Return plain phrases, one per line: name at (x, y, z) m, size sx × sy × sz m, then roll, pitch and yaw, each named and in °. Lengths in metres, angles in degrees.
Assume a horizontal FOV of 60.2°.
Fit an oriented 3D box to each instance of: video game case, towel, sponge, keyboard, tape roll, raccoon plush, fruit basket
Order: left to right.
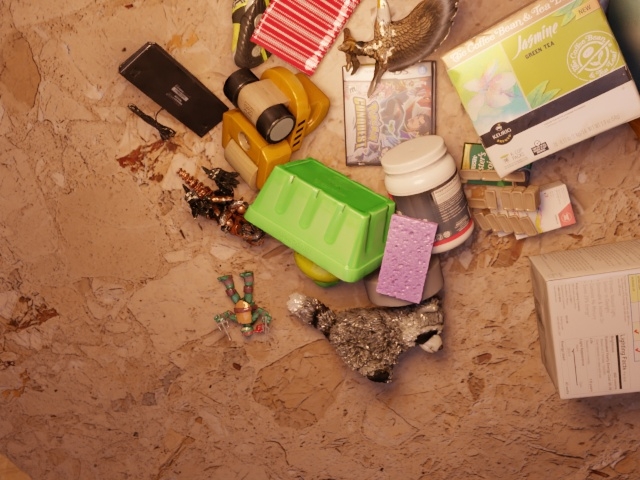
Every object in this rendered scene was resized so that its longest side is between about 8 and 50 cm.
keyboard at (-0.409, -0.376, 1.486) m, size 0.202 × 0.033 × 0.317 m, roll -37°, pitch 143°, yaw 11°
towel at (-0.026, -0.576, 1.400) m, size 0.199 × 0.031 × 0.274 m, roll 24°, pitch 114°, yaw -29°
fruit basket at (0.000, 0.000, 1.508) m, size 0.392 × 0.283 × 0.391 m, roll 12°, pitch 112°, yaw 31°
raccoon plush at (0.147, 0.208, 1.617) m, size 0.447 × 0.216 × 0.299 m, roll 33°, pitch 102°, yaw -2°
video game case at (0.188, -0.342, 1.509) m, size 0.249 × 0.035 × 0.274 m, roll 0°, pitch 108°, yaw 9°
tape roll at (0.232, 0.106, 1.551) m, size 0.219 × 0.219 × 0.072 m, roll -13°, pitch 106°, yaw 13°
sponge at (0.219, 0.046, 1.408) m, size 0.117 × 0.031 × 0.209 m, roll 13°, pitch 103°, yaw 12°

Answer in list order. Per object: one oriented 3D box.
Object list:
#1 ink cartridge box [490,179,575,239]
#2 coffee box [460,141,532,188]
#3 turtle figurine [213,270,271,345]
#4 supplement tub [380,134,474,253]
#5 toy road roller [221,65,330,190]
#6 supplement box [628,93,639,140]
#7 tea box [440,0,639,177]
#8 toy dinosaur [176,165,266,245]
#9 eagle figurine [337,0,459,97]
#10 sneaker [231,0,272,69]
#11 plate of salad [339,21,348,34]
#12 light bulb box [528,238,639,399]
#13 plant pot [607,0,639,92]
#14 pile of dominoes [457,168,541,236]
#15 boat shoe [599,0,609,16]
ink cartridge box at (0.577, -0.077, 1.516) m, size 0.198 × 0.067 × 0.115 m, roll -18°, pitch 104°, yaw 15°
coffee box at (0.477, -0.204, 1.505) m, size 0.184 × 0.040 × 0.113 m, roll 7°, pitch 110°, yaw 7°
turtle figurine at (-0.243, 0.218, 1.719) m, size 0.176 × 0.118 × 0.234 m, roll -11°, pitch 91°, yaw -3°
supplement tub at (0.282, -0.119, 1.463) m, size 0.191 × 0.191 × 0.272 m, roll -18°, pitch 115°, yaw 14°
toy road roller at (-0.115, -0.310, 1.490) m, size 0.202 × 0.241 × 0.329 m, roll 49°, pitch 147°, yaw 21°
supplement box at (0.862, -0.329, 1.323) m, size 0.194 × 0.191 × 0.129 m, roll -35°, pitch 100°, yaw 18°
tea box at (0.504, -0.376, 1.286) m, size 0.329 × 0.220 × 0.323 m, roll -26°, pitch 101°, yaw 26°
toy dinosaur at (-0.300, -0.099, 1.595) m, size 0.322 × 0.218 × 0.164 m, roll 18°, pitch 74°, yaw 11°
eagle figurine at (0.194, -0.503, 1.339) m, size 0.299 × 0.225 × 0.226 m, roll -10°, pitch 73°, yaw 14°
sneaker at (-0.170, -0.643, 1.436) m, size 0.147 × 0.145 × 0.384 m, roll 29°, pitch 115°, yaw 30°
plate of salad at (-0.017, -0.606, 1.431) m, size 0.200 × 0.048 × 0.199 m, roll -9°, pitch 127°, yaw -12°
light bulb box at (0.789, 0.204, 1.491) m, size 0.362 × 0.225 × 0.357 m, roll -9°, pitch 105°, yaw 11°
plant pot at (0.794, -0.503, 1.214) m, size 0.247 × 0.248 × 0.252 m, roll -38°, pitch 105°, yaw 6°
pile of dominoes at (0.460, -0.112, 1.491) m, size 0.251 × 0.040 × 0.195 m, roll 9°, pitch 130°, yaw 40°
boat shoe at (0.645, -0.548, 1.339) m, size 0.268 × 0.096 × 0.088 m, roll -33°, pitch 104°, yaw 18°
